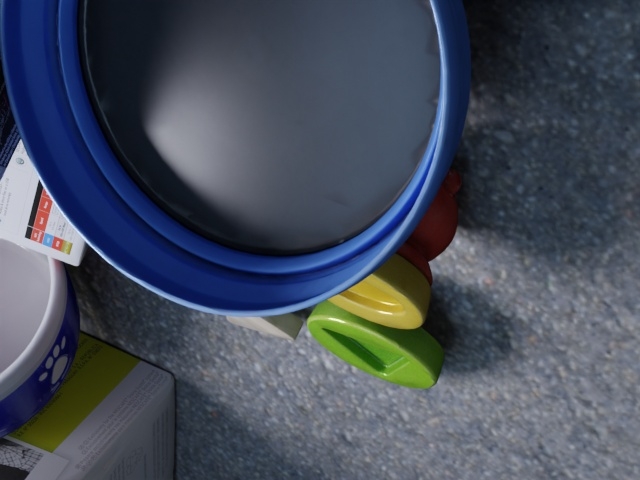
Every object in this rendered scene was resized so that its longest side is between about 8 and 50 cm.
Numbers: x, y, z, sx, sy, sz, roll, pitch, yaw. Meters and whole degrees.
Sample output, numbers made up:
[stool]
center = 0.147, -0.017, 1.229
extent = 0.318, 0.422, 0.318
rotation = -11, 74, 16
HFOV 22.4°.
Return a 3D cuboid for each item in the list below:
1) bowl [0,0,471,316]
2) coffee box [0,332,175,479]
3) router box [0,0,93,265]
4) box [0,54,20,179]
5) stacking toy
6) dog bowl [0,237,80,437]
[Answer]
[bowl]
center = -0.067, -0.137, 1.228
extent = 0.391, 0.077, 0.391
rotation = 9, 110, 26
[coffee box]
center = -0.388, 0.296, 1.772
extent = 0.334, 0.338, 0.338
rotation = 22, 133, 19
[router box]
center = -0.317, -0.155, 1.468
extent = 0.301, 0.082, 0.335
rotation = 22, 138, -4
[box]
center = -0.379, -0.129, 1.331
extent = 0.247, 0.163, 0.142
rotation = -2, 136, 20
[stacking toy]
center = 0.000, 0.000, 1.454
extent = 0.309, 0.130, 0.279
rotation = 18, 160, 26
[dog bowl]
center = -0.379, 0.075, 1.624
extent = 0.265, 0.265, 0.104
rotation = 23, 155, 18
